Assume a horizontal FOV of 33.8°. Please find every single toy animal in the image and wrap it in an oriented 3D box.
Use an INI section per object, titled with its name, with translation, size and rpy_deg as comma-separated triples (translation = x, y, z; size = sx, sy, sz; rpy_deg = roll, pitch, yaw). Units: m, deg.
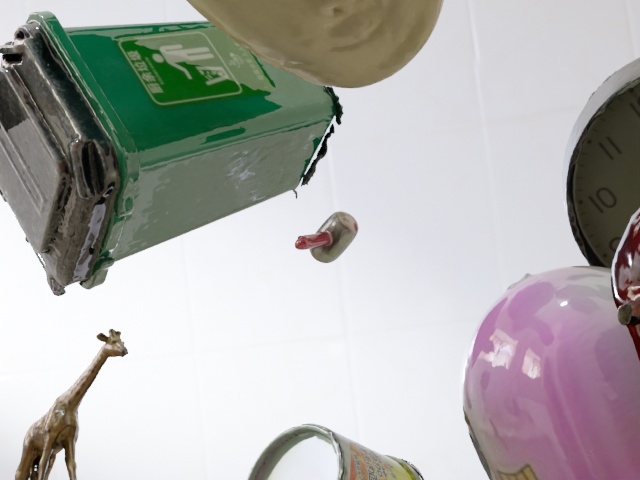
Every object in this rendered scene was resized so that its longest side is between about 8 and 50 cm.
[toy animal]
translation = -0.344, 0.249, 1.437
size = 0.149, 0.276, 0.054
rpy_deg = 0, -23, 46

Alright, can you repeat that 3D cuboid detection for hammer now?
[hammer]
translation = 0.000, 0.000, 0.919
size = 0.052, 0.031, 0.083
rpy_deg = -53, -17, 22

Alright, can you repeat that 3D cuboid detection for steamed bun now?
[steamed bun]
translation = -0.062, -0.389, 1.030
size = 0.290, 0.456, 0.371
rpy_deg = -48, 20, 18

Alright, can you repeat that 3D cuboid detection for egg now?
[egg]
translation = 0.218, 0.145, 0.761
size = 0.196, 0.271, 0.196
rpy_deg = -33, -24, -17

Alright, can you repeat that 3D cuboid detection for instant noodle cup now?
[instant noodle cup]
translation = 0.009, 0.328, 1.280
size = 0.205, 0.205, 0.153
rpy_deg = -13, -38, 40

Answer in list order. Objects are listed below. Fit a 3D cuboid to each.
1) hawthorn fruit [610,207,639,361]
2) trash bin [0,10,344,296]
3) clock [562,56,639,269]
[hawthorn fruit]
translation = 0.241, 0.027, 0.607
size = 0.193, 0.157, 0.157
rpy_deg = -9, -5, -26
[trash bin]
translation = -0.196, -0.119, 1.297
size = 0.381, 0.259, 0.295
rpy_deg = -17, -28, -34
[clock]
translation = 0.413, -0.059, 1.115
size = 0.312, 0.313, 0.061
rpy_deg = -9, 19, 17
